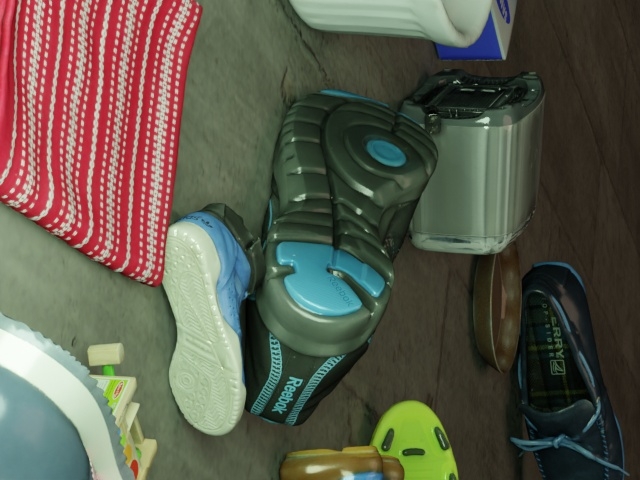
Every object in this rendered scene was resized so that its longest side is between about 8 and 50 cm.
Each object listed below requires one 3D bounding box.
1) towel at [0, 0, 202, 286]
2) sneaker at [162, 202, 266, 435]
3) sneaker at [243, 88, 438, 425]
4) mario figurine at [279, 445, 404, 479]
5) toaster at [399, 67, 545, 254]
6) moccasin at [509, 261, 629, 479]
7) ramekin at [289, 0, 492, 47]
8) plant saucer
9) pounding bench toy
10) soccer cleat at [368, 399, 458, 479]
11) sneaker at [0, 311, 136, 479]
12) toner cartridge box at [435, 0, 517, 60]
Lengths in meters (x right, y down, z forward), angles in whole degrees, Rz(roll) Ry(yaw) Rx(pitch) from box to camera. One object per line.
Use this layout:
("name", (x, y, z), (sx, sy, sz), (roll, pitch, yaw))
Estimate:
("towel", (-0.134, -0.097, 1.076), (0.275, 0.031, 0.199), (41, 53, -68))
("sneaker", (-0.066, 0.050, 1.247), (0.084, 0.058, 0.152), (-38, 121, -57))
("sneaker", (0.000, 0.000, 1.417), (0.341, 0.125, 0.140), (-67, 180, -56))
("mario figurine", (0.002, 0.329, 1.446), (0.198, 0.170, 0.321), (10, 67, -36))
("toaster", (0.147, -0.077, 1.798), (0.227, 0.129, 0.146), (-47, 137, -67))
("moccasin", (0.288, 0.202, 2.297), (0.117, 0.137, 0.342), (-31, 106, -64))
("ramekin", (0.053, -0.291, 1.477), (0.277, 0.135, 0.277), (0, 90, -72))
("plant saucer", (0.204, 0.071, 2.144), (0.168, 0.029, 0.168), (1, 90, -73))
("pounding bench toy", (-0.126, 0.108, 1.073), (0.083, 0.052, 0.065), (-70, 155, -45))
("soccer cleat", (0.080, 0.288, 1.718), (0.121, 0.093, 0.289), (-160, -117, -75))
("sneaker", (-0.150, 0.170, 0.960), (0.131, 0.112, 0.319), (-58, 146, -28))
("toner cartridge box", (0.132, -0.350, 1.820), (0.348, 0.075, 0.165), (67, 30, -52))
